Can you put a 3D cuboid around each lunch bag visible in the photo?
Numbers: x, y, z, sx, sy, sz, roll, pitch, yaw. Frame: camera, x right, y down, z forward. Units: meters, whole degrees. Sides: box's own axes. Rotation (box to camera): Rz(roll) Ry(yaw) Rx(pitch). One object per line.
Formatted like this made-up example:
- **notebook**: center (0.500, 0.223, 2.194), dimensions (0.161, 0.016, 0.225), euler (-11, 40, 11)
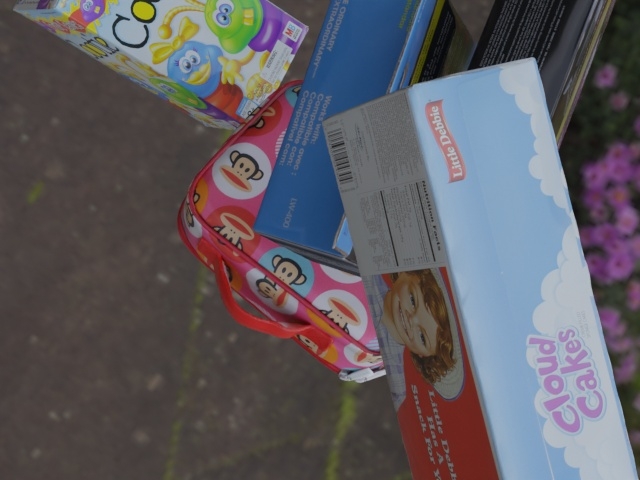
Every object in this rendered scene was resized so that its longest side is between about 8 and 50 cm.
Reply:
- **lunch bag**: center (0.000, 0.000, 1.908), dimensions (0.258, 0.293, 0.120), euler (-48, 176, -25)

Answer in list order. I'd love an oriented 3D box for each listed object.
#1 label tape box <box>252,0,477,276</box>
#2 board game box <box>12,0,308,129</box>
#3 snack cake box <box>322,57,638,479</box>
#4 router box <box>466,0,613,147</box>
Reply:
- **label tape box**: center (0.037, -0.099, 1.550), dimensions (0.334, 0.106, 0.240), euler (31, 78, -76)
- **board game box**: center (-0.180, -0.251, 2.025), dimensions (0.275, 0.144, 0.142), euler (31, 81, -27)
- **snack cake box**: center (0.095, 0.033, 1.100), dimensions (0.089, 0.152, 0.264), euler (-15, 92, -21)
- **router box**: center (0.193, -0.174, 1.539), dimensions (0.243, 0.081, 0.309), euler (84, 28, -69)
